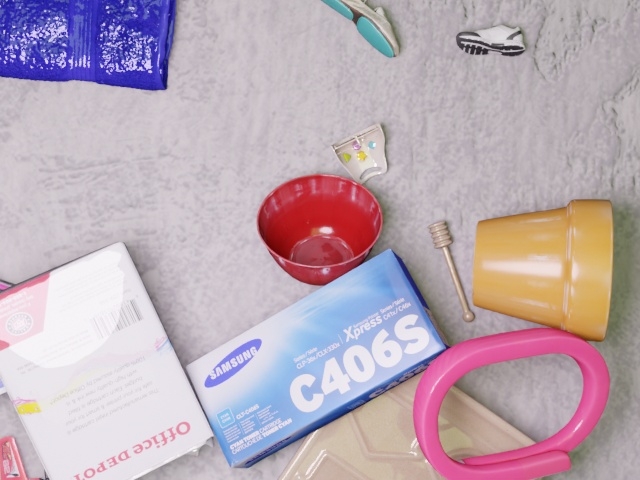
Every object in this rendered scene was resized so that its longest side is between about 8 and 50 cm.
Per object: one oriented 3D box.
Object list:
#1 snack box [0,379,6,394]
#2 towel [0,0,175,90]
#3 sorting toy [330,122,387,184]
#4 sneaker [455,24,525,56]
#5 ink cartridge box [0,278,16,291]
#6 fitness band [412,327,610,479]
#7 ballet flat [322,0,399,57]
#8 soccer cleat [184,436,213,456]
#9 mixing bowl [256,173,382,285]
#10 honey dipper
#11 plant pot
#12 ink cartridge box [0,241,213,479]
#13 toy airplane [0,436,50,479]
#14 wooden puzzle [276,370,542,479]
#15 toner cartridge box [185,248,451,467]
[{"bbox_3d":[-0.499,0.142,1.309,0.064,0.022,0.178,-23,88,-6],"label":"snack box"},{"bbox_3d":[-0.374,-0.351,1.384,0.308,0.076,0.228,4,85,-3],"label":"towel"},{"bbox_3d":[0.065,-0.128,1.410,0.083,0.045,0.075,-26,95,-5],"label":"sorting toy"},{"bbox_3d":[0.265,-0.315,1.437,0.109,0.040,0.044,5,69,-6],"label":"sneaker"},{"bbox_3d":[-0.582,0.213,1.344,0.175,0.069,0.371,19,88,-2],"label":"ink cartridge box"},{"bbox_3d":[0.264,0.227,1.263,0.291,0.054,0.209,-8,104,-16],"label":"fitness band"},{"bbox_3d":[0.068,-0.353,1.418,0.168,0.057,0.052,42,75,0],"label":"ballet flat"},{"bbox_3d":[-0.200,0.311,1.371,0.083,0.029,0.036,-25,83,-9],"label":"soccer cleat"},{"bbox_3d":[0.000,0.000,1.351,0.181,0.098,0.181,-1,48,1],"label":"mixing bowl"},{"bbox_3d":[0.204,0.049,1.409,0.030,0.030,0.161,-20,89,-4],"label":"honey dipper"},{"bbox_3d":[0.320,0.039,1.343,0.188,0.205,0.205,3,86,12],"label":"plant pot"},{"bbox_3d":[-0.318,0.181,1.294,0.226,0.131,0.306,-24,97,-12],"label":"ink cartridge box"},{"bbox_3d":[-0.472,0.369,1.353,0.151,0.028,0.151,0,85,-2],"label":"toy airplane"},{"bbox_3d":[0.118,0.369,1.363,0.322,0.080,0.348,35,90,0],"label":"wooden puzzle"},{"bbox_3d":[-0.004,0.171,1.312,0.348,0.075,0.165,-31,69,8],"label":"toner cartridge box"}]
